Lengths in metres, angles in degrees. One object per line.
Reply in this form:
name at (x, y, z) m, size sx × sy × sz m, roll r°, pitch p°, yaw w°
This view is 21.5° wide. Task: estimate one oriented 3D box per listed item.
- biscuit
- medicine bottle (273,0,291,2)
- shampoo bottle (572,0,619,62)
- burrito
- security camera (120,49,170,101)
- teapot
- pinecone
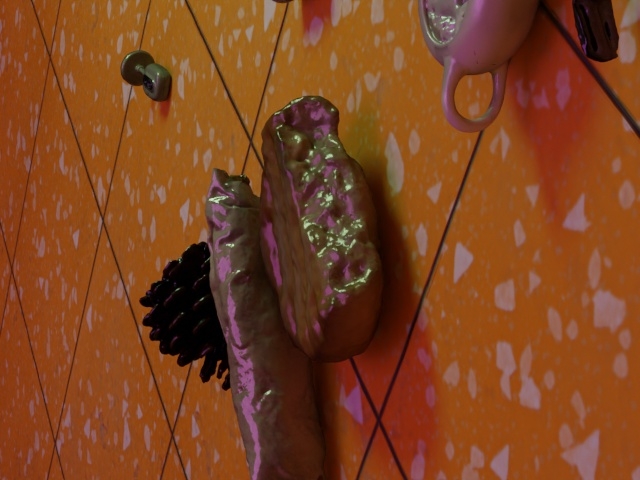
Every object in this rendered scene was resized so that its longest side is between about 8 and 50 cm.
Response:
biscuit at (0.001, 0.000, 1.739) m, size 0.213 × 0.091 × 0.274 m, roll 110°, pitch 148°, yaw -61°
medicine bottle at (-0.030, -0.299, 1.886) m, size 0.089 × 0.052 × 0.052 m, roll 170°, pitch 101°, yaw -67°
shampoo bottle at (0.247, -0.256, 1.190) m, size 0.284 × 0.071 × 0.153 m, roll 115°, pitch 145°, yaw -49°
burrito at (-0.059, 0.112, 1.847) m, size 0.076 × 0.117 × 0.392 m, roll -20°, pitch 73°, yaw 33°
security camera at (-0.247, -0.236, 2.424) m, size 0.092 × 0.058 × 0.058 m, roll 35°, pitch 122°, yaw 54°
teapot at (0.135, -0.204, 1.430) m, size 0.145 × 0.092 × 0.226 m, roll 168°, pitch 101°, yaw -70°
pinecone at (-0.113, 0.094, 1.952) m, size 0.165 × 0.163 × 0.163 m, roll 52°, pitch 143°, yaw 18°
